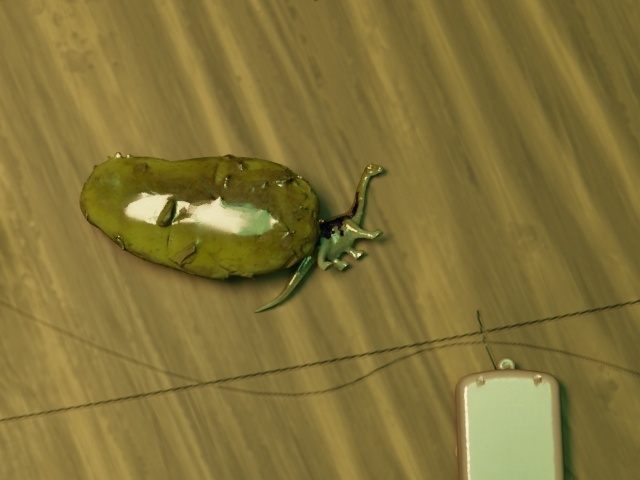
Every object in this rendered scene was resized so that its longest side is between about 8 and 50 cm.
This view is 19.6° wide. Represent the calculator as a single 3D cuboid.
[{"bbox_3d":[0.175,0.195,1.704,0.100,0.032,0.175,-1,80,-3],"label":"calculator"}]

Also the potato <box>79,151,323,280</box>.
[{"bbox_3d":[-0.109,-0.026,1.699,0.225,0.090,0.117,7,65,1],"label":"potato"}]

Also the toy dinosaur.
[{"bbox_3d":[0.012,0.008,1.728,0.058,0.037,0.180,35,72,27],"label":"toy dinosaur"}]
